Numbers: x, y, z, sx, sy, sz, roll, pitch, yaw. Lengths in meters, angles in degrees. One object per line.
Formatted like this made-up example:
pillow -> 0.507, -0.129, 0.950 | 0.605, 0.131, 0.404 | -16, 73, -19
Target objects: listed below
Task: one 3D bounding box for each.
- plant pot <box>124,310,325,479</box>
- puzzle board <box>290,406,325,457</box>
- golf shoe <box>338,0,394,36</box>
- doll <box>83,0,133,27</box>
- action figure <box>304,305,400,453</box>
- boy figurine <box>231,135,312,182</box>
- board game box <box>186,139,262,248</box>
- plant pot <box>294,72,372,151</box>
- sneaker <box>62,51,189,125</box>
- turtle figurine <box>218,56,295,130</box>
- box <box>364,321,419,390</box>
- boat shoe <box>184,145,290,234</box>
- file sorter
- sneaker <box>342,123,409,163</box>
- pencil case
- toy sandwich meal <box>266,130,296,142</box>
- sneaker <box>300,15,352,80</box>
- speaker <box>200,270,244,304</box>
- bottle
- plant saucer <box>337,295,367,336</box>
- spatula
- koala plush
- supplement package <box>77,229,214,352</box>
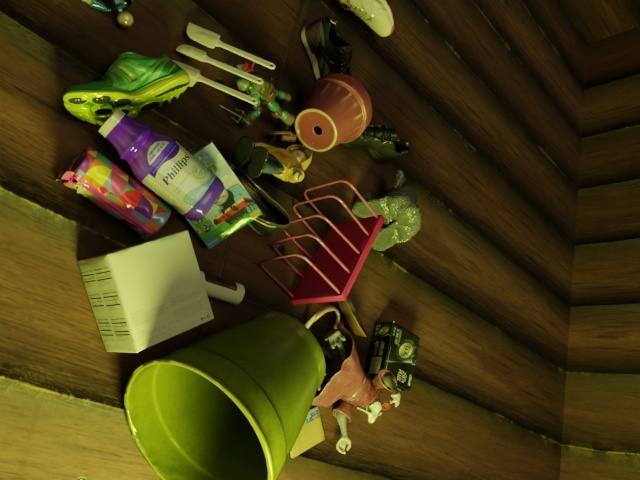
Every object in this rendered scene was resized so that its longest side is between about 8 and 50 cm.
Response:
plant pot -> -0.167, 0.336, 1.294 | 0.353, 0.366, 0.366 | -36, 109, -54
puzzle board -> -0.044, 0.521, 1.593 | 0.128, 0.011, 0.096 | -13, 92, -46
golf shoe -> 0.121, -0.782, 1.917 | 0.306, 0.115, 0.140 | 48, 64, -21
doll -> -0.479, -0.568, 1.306 | 0.129, 0.046, 0.189 | -38, 123, -22
action figure -> 0.073, 0.408, 1.654 | 0.370, 0.248, 0.275 | 46, 11, -45
boy figurine -> -0.105, -0.210, 1.555 | 0.285, 0.177, 0.092 | -9, 132, -60
board game box -> -0.263, -0.107, 1.396 | 0.160, 0.039, 0.211 | -34, 112, 1
plant pot -> 0.023, -0.349, 1.653 | 0.201, 0.201, 0.180 | 60, 40, -20
sneaker -> -0.438, -0.344, 1.300 | 0.295, 0.109, 0.123 | -29, 76, -40
turtle figurine -> -0.168, -0.386, 1.553 | 0.234, 0.118, 0.175 | 18, 70, -48
box -> 0.227, 0.364, 1.840 | 0.147, 0.077, 0.180 | 34, 60, -37
boat shoe -> -0.206, -0.131, 1.479 | 0.335, 0.095, 0.112 | 41, 57, -33
file sorter -> 0.000, 0.000, 1.589 | 0.182, 0.202, 0.290 | 48, 53, -27
sneaker -> 0.173, -0.336, 1.867 | 0.286, 0.130, 0.109 | 13, 76, -42
pencil case -> -0.435, -0.097, 1.247 | 0.236, 0.104, 0.104 | 38, 58, -34
toy sandwich meal -> -0.108, -0.284, 1.614 | 0.085, 0.085, 0.029 | -7, 96, -45
sneaker -> 0.047, -0.535, 1.776 | 0.107, 0.124, 0.283 | -42, 113, -40
speaker -> -0.252, 0.115, 1.423 | 0.136, 0.055, 0.055 | 24, 67, -39
bottle -> -0.348, -0.168, 1.278 | 0.283, 0.092, 0.118 | 42, 63, -20
plant saucer -> 0.086, 0.210, 1.702 | 0.168, 0.029, 0.168 | 61, 5, -9
spatula -> -0.247, -0.432, 1.456 | 0.242, 0.019, 0.168 | 23, 65, -6
koala plush -> 0.251, -0.108, 1.880 | 0.196, 0.203, 0.221 | 62, 36, -18
supplement package -> -0.369, 0.106, 1.240 | 0.194, 0.149, 0.203 | -21, 98, -45
